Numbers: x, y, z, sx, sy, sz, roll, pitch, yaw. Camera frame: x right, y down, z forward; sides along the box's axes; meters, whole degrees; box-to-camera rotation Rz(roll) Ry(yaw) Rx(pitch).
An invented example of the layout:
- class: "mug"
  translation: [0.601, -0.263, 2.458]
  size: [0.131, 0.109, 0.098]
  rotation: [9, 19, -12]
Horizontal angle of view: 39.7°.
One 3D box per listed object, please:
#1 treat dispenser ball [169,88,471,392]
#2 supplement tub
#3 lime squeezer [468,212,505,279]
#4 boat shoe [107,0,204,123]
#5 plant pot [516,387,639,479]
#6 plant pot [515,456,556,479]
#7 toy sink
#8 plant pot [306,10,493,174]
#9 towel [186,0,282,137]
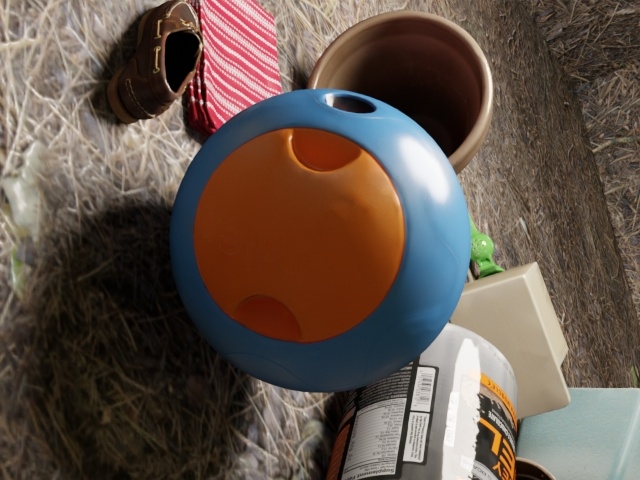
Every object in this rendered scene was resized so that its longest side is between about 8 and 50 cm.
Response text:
- class: "treat dispenser ball"
  translation: [0.000, 0.000, 0.853]
  size: [0.288, 0.288, 0.288]
  rotation: [43, 37, -44]
- class: "supplement tub"
  translation: [0.110, 0.266, 0.979]
  size: [0.207, 0.207, 0.338]
  rotation: [57, 29, -26]
- class: "lime squeezer"
  translation: [0.319, 0.042, 1.740]
  size: [0.311, 0.058, 0.110]
  rotation: [63, -3, -11]
- class: "boat shoe"
  translation: [-0.156, -0.197, 0.936]
  size: [0.073, 0.073, 0.207]
  rotation: [51, 31, -33]
- class: "plant pot"
  translation: [0.483, 0.428, 1.537]
  size: [0.248, 0.247, 0.252]
  rotation: [44, 57, -26]
- class: "plant pot"
  translation: [0.294, 0.427, 1.298]
  size: [0.165, 0.166, 0.167]
  rotation: [55, 29, -46]
- class: "toy sink"
  translation: [0.337, 0.177, 1.548]
  size: [0.131, 0.152, 0.234]
  rotation: [-22, 92, -65]
- class: "plant pot"
  translation: [0.127, -0.172, 1.315]
  size: [0.229, 0.262, 0.263]
  rotation: [47, 30, -71]
- class: "towel"
  translation: [-0.100, -0.216, 1.107]
  size: [0.199, 0.031, 0.275]
  rotation: [32, 45, -54]
